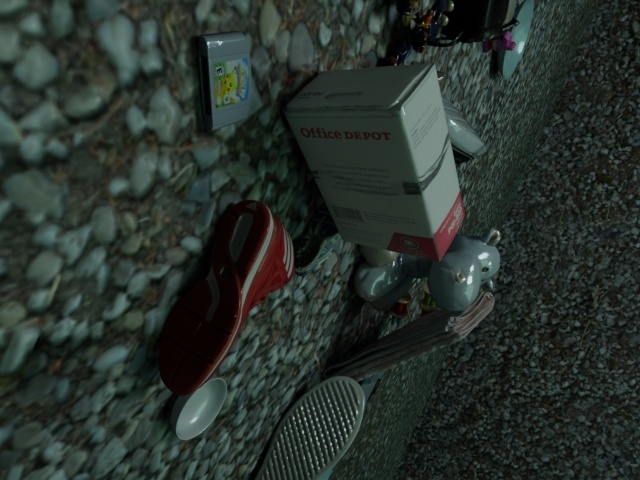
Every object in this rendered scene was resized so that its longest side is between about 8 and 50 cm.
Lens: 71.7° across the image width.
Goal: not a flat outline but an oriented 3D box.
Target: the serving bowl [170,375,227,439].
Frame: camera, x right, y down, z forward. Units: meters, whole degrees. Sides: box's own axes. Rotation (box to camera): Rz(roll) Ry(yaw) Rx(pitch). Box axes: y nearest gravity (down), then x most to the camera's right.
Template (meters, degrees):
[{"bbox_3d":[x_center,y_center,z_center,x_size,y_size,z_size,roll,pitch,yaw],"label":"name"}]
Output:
[{"bbox_3d":[-0.157,0.205,0.558,0.083,0.027,0.083,-41,144,-39],"label":"serving bowl"}]

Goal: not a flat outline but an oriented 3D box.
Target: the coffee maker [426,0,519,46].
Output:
[{"bbox_3d":[0.260,-0.425,0.710,0.171,0.120,0.178,-47,147,-31],"label":"coffee maker"}]

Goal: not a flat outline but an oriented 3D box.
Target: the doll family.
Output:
[{"bbox_3d":[0.136,-0.316,0.626,0.111,0.075,0.193,-56,155,-28],"label":"doll family"}]

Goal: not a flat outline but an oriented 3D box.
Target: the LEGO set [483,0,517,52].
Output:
[{"bbox_3d":[0.407,-0.509,0.937,0.087,0.093,0.227,-60,152,-11],"label":"LEGO set"}]

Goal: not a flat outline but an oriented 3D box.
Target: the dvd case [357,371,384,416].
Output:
[{"bbox_3d":[0.110,0.444,1.237,0.253,0.022,0.180,-63,152,-6],"label":"dvd case"}]

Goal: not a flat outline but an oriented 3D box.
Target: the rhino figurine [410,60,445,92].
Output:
[{"bbox_3d":[0.114,-0.209,0.651,0.243,0.106,0.073,-40,102,-43],"label":"rhino figurine"}]

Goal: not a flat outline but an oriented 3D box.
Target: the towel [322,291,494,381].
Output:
[{"bbox_3d":[0.203,0.217,0.989,0.331,0.054,0.316,-32,167,29],"label":"towel"}]

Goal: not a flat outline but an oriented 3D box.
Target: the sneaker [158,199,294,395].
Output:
[{"bbox_3d":[-0.088,0.075,0.517,0.221,0.087,0.128,-62,152,-5],"label":"sneaker"}]

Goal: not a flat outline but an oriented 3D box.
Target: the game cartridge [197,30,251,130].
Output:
[{"bbox_3d":[-0.088,-0.149,0.416,0.056,0.017,0.083,-41,144,-47],"label":"game cartridge"}]

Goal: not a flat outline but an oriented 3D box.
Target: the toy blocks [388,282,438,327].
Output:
[{"bbox_3d":[0.242,0.173,1.148,0.054,0.123,0.148,-52,153,-54],"label":"toy blocks"}]

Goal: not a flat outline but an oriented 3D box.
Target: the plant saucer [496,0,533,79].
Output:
[{"bbox_3d":[0.495,-0.521,1.148,0.195,0.037,0.195,-41,143,-41],"label":"plant saucer"}]

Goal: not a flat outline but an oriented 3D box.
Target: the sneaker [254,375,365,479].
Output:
[{"bbox_3d":[-0.033,0.428,0.870,0.366,0.135,0.150,-53,159,-7],"label":"sneaker"}]

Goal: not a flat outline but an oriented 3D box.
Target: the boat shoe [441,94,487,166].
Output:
[{"bbox_3d":[0.241,-0.183,0.860,0.119,0.121,0.335,-39,161,24],"label":"boat shoe"}]

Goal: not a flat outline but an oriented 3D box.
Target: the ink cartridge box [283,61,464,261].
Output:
[{"bbox_3d":[0.072,-0.091,0.540,0.092,0.158,0.218,-53,136,-27],"label":"ink cartridge box"}]

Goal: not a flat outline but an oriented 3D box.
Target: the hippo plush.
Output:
[{"bbox_3d":[0.232,0.055,0.910,0.294,0.236,0.235,-41,144,-39],"label":"hippo plush"}]

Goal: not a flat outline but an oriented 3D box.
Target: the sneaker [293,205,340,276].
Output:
[{"bbox_3d":[0.000,0.000,0.667,0.135,0.052,0.058,-45,157,-22],"label":"sneaker"}]
